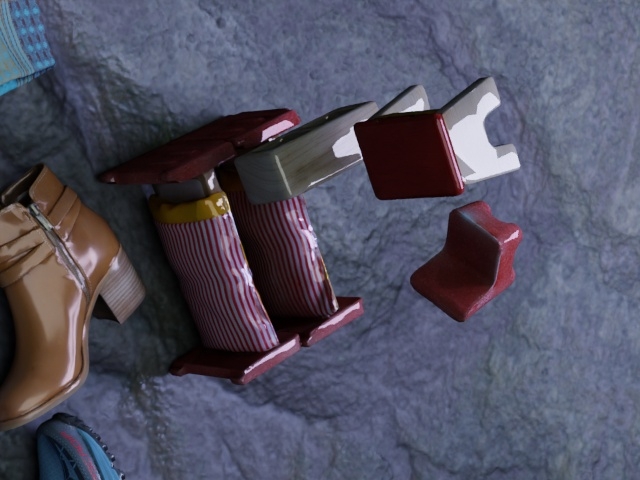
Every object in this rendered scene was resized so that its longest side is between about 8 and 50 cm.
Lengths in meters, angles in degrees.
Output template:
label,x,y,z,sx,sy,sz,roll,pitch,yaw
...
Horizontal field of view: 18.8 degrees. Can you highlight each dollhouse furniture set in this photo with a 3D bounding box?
label,x,y,z,sx,sy,sz,roll,pitch,yaw
dollhouse furniture set,0.000,0.000,1.578,0.152,0.374,0.201,-29,105,-33

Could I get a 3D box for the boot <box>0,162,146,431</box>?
label,x,y,z,sx,sy,sz,roll,pitch,yaw
boot,-0.244,0.046,1.598,0.152,0.073,0.197,55,51,-27

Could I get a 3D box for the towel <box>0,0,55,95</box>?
label,x,y,z,sx,sy,sz,roll,pitch,yaw
towel,-0.294,-0.224,1.431,0.370,0.040,0.271,-50,129,-72

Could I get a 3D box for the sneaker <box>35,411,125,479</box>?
label,x,y,z,sx,sy,sz,roll,pitch,yaw
sneaker,-0.218,0.277,1.608,0.125,0.104,0.262,-11,98,-30
